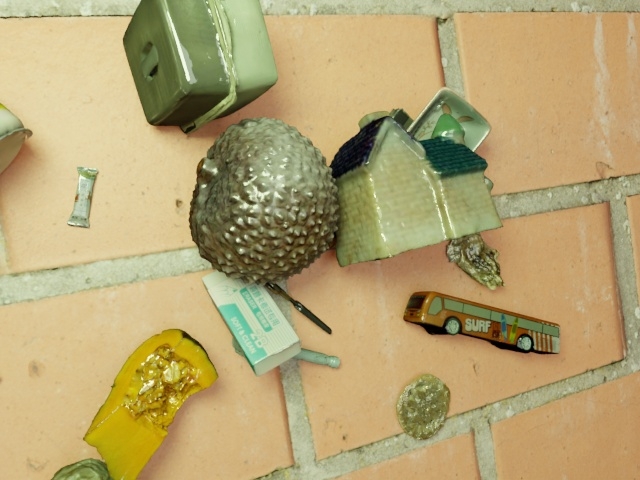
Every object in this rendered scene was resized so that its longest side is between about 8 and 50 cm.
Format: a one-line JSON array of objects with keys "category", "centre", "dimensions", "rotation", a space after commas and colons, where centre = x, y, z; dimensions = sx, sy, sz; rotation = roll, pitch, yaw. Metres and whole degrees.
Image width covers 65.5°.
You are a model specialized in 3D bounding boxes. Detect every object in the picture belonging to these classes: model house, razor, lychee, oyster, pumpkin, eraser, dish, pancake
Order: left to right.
[{"category": "pumpkin", "centre": [-0.307, 0.281, 0.891], "dimensions": [0.248, 0.126, 0.131], "rotation": [-46, 121, -23]}, {"category": "eraser", "centre": [-0.130, 0.136, 0.924], "dimensions": [0.095, 0.225, 0.052], "rotation": [-27, 144, -18]}, {"category": "lychee", "centre": [-0.094, -0.070, 0.891], "dimensions": [0.299, 0.300, 0.300], "rotation": [0, 91, -20]}, {"category": "razor", "centre": [-0.058, 0.231, 1.019], "dimensions": [0.231, 0.106, 0.068], "rotation": [22, 83, -29]}, {"category": "model house", "centre": [0.172, -0.113, 0.988], "dimensions": [0.298, 0.243, 0.285], "rotation": [-13, 91, -26]}, {"category": "pancake", "centre": [0.243, 0.386, 1.157], "dimensions": [0.151, 0.025, 0.152], "rotation": [0, 90, -20]}, {"category": "dish", "centre": [0.241, -0.205, 1.093], "dimensions": [0.154, 0.064, 0.234], "rotation": [33, 106, -19]}, {"category": "oyster", "centre": [0.383, 0.042, 1.193], "dimensions": [0.165, 0.053, 0.108], "rotation": [43, 66, -8]}]

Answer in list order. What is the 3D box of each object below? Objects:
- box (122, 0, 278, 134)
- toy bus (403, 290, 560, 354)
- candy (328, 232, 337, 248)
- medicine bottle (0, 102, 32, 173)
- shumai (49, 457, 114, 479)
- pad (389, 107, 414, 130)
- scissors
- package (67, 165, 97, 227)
[{"category": "box", "centre": [-0.211, -0.310, 0.842], "dimensions": [0.166, 0.290, 0.221], "rotation": [-20, 98, -31]}, {"category": "toy bus", "centre": [0.387, 0.202, 1.175], "dimensions": [0.408, 0.093, 0.092], "rotation": [16, 77, -21]}, {"category": "candy", "centre": [0.000, 0.000, 1.050], "dimensions": [0.182, 0.046, 0.053], "rotation": [-22, 105, -17]}, {"category": "medicine bottle", "centre": [-0.653, -0.217, 0.714], "dimensions": [0.378, 0.213, 0.214], "rotation": [42, 77, -17]}, {"category": "shumai", "centre": [-0.349, 0.479, 0.836], "dimensions": [0.221, 0.261, 0.225], "rotation": [-1, 58, -26]}, {"category": "pad", "centre": [0.171, -0.162, 1.127], "dimensions": [0.174, 0.022, 0.233], "rotation": [37, 80, -18]}, {"category": "scissors", "centre": [-0.049, 0.132, 1.029], "dimensions": [0.017, 0.088, 0.220], "rotation": [-49, 117, -3]}, {"category": "package", "centre": [-0.432, -0.079, 0.905], "dimensions": [0.037, 0.015, 0.111], "rotation": [10, 89, -26]}]
